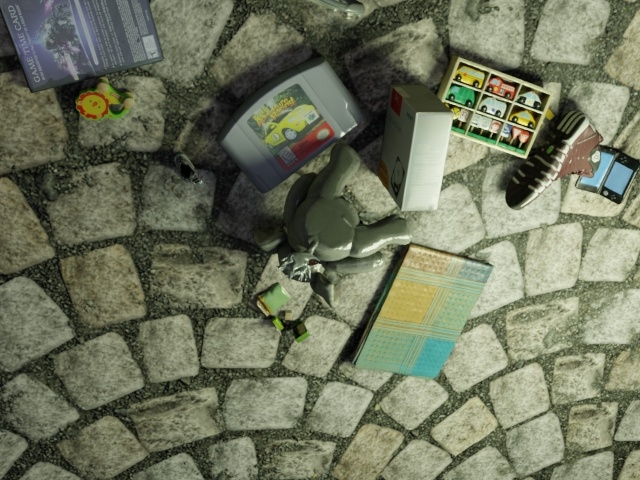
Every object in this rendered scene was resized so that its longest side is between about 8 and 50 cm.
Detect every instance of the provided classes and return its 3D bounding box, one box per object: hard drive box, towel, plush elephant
[{"bbox_3d":[0.207,-0.208,1.911,0.089,0.181,0.232,-2,118,-15],"label":"hard drive box"},{"bbox_3d":[0.263,0.191,2.240,0.271,0.040,0.370,14,112,-24],"label":"towel"},{"bbox_3d":[0.000,0.000,1.939,0.272,0.255,0.330,47,66,-1],"label":"plush elephant"}]

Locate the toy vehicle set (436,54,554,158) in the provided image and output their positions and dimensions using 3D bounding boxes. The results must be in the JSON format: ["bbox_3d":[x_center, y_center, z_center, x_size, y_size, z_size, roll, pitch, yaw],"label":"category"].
[{"bbox_3d":[0.389,-0.304,1.975,0.266,0.035,0.166,14,104,-21],"label":"toy vehicle set"}]

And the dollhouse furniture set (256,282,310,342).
[{"bbox_3d":[-0.089,0.184,2.117,0.076,0.058,0.152,-34,123,4],"label":"dollhouse furniture set"}]

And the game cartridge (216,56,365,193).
[{"bbox_3d":[-0.070,-0.256,1.879,0.294,0.060,0.196,-37,118,6],"label":"game cartridge"}]

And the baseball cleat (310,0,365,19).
[{"bbox_3d":[0.009,-0.521,1.739,0.205,0.072,0.109,11,109,-26],"label":"baseball cleat"}]

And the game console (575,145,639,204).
[{"bbox_3d":[0.719,-0.162,2.155,0.071,0.107,0.122,-9,126,-45],"label":"game console"}]

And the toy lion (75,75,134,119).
[{"bbox_3d":[-0.446,-0.282,1.765,0.100,0.034,0.096,29,117,-33],"label":"toy lion"}]

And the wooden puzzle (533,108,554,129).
[{"bbox_3d":[0.496,-0.285,2.050,0.116,0.014,0.078,-36,122,6],"label":"wooden puzzle"}]

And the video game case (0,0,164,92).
[{"bbox_3d":[-0.464,-0.414,1.687,0.274,0.026,0.196,-15,122,-7],"label":"video game case"}]

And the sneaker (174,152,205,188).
[{"bbox_3d":[-0.282,-0.139,1.870,0.038,0.069,0.098,-36,122,6],"label":"sneaker"}]

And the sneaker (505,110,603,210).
[{"bbox_3d":[0.589,-0.163,2.096,0.162,0.106,0.281,29,107,-31],"label":"sneaker"}]
